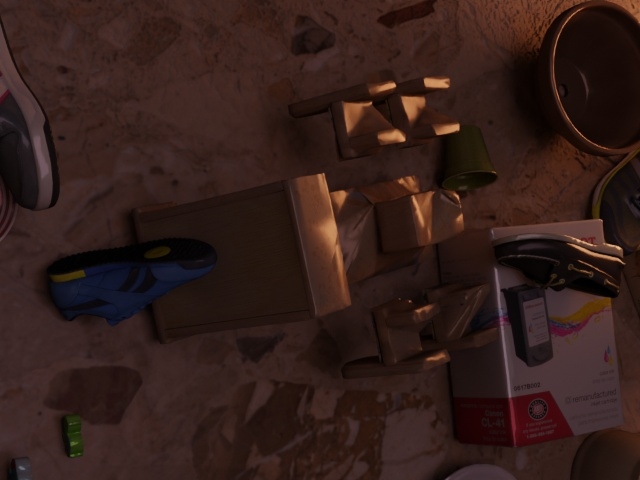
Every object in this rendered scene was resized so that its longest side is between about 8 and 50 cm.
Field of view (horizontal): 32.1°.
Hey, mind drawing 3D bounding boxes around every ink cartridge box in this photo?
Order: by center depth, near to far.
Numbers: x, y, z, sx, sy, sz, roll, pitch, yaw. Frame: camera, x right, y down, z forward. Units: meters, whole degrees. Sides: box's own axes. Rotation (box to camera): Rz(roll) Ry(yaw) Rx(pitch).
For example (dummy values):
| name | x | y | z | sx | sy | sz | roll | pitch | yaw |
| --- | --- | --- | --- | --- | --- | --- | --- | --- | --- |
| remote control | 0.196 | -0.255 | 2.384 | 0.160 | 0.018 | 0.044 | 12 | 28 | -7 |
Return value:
| name | x | y | z | sx | sy | sz | roll | pitch | yaw |
| --- | --- | --- | --- | --- | --- | --- | --- | --- | --- |
| ink cartridge box | 0.303 | 0.130 | 1.602 | 0.226 | 0.131 | 0.306 | -5 | 89 | -31 |

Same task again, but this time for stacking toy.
| name | x | y | z | sx | sy | sz | roll | pitch | yaw |
| --- | --- | --- | --- | --- | --- | --- | --- | --- | --- |
| stacking toy | -0.328 | 0.304 | 1.228 | 0.166 | 0.052 | 0.221 | -3 | 71 | -31 |

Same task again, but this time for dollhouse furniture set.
| name | x | y | z | sx | sy | sz | roll | pitch | yaw |
| --- | --- | --- | --- | --- | --- | --- | --- | --- | --- |
| dollhouse furniture set | 0.000 | 0.000 | 1.425 | 0.394 | 0.256 | 0.362 | -14 | 93 | -52 |

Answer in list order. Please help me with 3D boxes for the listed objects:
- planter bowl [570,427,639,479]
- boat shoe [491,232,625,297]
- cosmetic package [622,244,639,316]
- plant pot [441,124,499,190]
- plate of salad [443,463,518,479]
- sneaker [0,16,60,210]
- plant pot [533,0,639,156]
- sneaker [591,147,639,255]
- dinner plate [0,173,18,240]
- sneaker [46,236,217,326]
| name | x | y | z | sx | sy | sz | roll | pitch | yaw |
| --- | --- | --- | --- | --- | --- | --- | --- | --- | --- |
| planter bowl | 0.479 | 0.371 | 1.696 | 0.162 | 0.109 | 0.162 | 3 | 85 | -31 |
| boat shoe | 0.325 | 0.035 | 1.502 | 0.227 | 0.081 | 0.069 | 8 | 76 | -32 |
| cosmetic package | 0.624 | 0.056 | 1.697 | 0.113 | 0.309 | 0.160 | -28 | 98 | -30 |
| plant pot | 0.211 | -0.122 | 1.608 | 0.083 | 0.083 | 0.079 | 3 | 72 | -31 |
| plate of salad | 0.215 | 0.413 | 1.567 | 0.199 | 0.048 | 0.200 | 0 | 90 | -29 |
| sneaker | -0.409 | -0.151 | 1.195 | 0.178 | 0.124 | 0.296 | -21 | 82 | -34 |
| plant pot | 0.406 | -0.241 | 1.711 | 0.237 | 0.109 | 0.238 | 3 | 84 | -32 |
| sneaker | 0.535 | -0.098 | 1.767 | 0.111 | 0.121 | 0.300 | 43 | 66 | -20 |
| dinner plate | -0.413 | -0.049 | 1.256 | 0.141 | 0.017 | 0.141 | 3 | 83 | -30 |
| sneaker | -0.212 | 0.050 | 1.285 | 0.069 | 0.209 | 0.082 | -66 | 144 | -65 |
